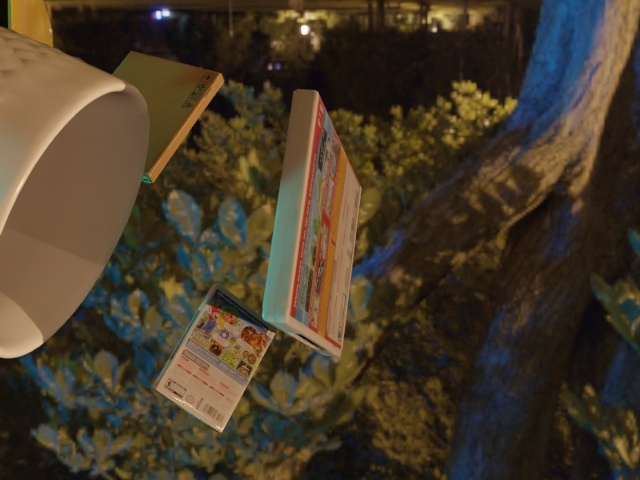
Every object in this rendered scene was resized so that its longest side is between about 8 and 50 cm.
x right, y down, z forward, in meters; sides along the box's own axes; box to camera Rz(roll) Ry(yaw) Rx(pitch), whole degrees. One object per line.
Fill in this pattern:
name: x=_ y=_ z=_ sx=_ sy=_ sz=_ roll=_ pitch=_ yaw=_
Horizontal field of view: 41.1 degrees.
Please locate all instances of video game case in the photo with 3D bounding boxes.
video game case: x=-0.102 y=0.116 z=0.850 sx=0.087 sy=0.122 sz=0.011 roll=41 pitch=155 yaw=-27
video game case: x=0.000 y=0.000 z=0.847 sx=0.025 sy=0.204 sz=0.285 roll=5 pitch=168 yaw=11

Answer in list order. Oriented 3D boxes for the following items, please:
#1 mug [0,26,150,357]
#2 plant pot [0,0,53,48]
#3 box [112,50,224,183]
mug: x=-0.388 y=-0.041 z=0.815 sx=0.328 sy=0.374 sz=0.276 roll=24 pitch=-159 yaw=6
plant pot: x=-0.439 y=-0.225 z=1.061 sx=0.212 sy=0.212 sz=0.187 roll=-5 pitch=173 yaw=6
box: x=-0.256 y=-0.181 z=1.216 sx=0.164 sy=0.021 sz=0.201 roll=18 pitch=-119 yaw=22
